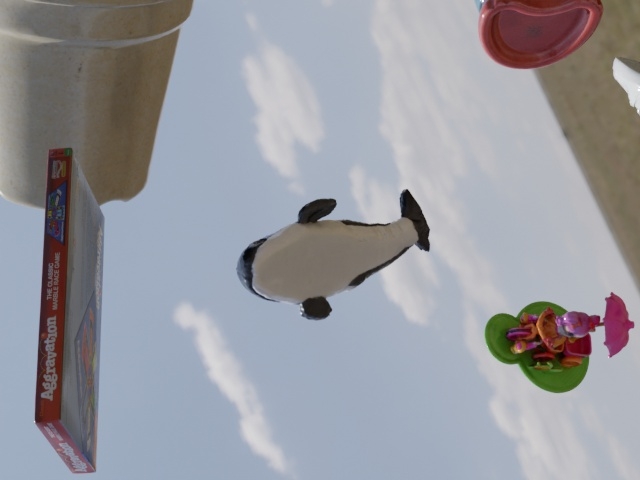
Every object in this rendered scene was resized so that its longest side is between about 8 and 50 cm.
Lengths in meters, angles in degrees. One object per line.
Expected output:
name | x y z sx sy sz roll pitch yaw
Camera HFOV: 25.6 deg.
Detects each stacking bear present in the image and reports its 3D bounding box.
stacking bear | 0.297 -0.415 2.086 0.164 0.175 0.289 97 169 -60

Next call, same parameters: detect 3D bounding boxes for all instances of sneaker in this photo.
sneaker | 0.581 -0.197 2.439 0.108 0.169 0.292 3 -151 -30

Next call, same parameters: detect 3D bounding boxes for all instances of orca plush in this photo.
orca plush | 0.000 0.000 1.766 0.102 0.287 0.151 19 131 48

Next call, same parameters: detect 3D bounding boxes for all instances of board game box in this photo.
board game box | -0.239 0.068 1.355 0.145 0.027 0.281 77 -171 -61

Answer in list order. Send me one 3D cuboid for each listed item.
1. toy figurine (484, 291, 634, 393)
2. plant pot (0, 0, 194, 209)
toy figurine | 0.329 0.116 1.846 0.173 0.159 0.130 13 -115 -24
plant pot | -0.317 -0.216 1.759 0.334 0.333 0.306 -92 10 -62
